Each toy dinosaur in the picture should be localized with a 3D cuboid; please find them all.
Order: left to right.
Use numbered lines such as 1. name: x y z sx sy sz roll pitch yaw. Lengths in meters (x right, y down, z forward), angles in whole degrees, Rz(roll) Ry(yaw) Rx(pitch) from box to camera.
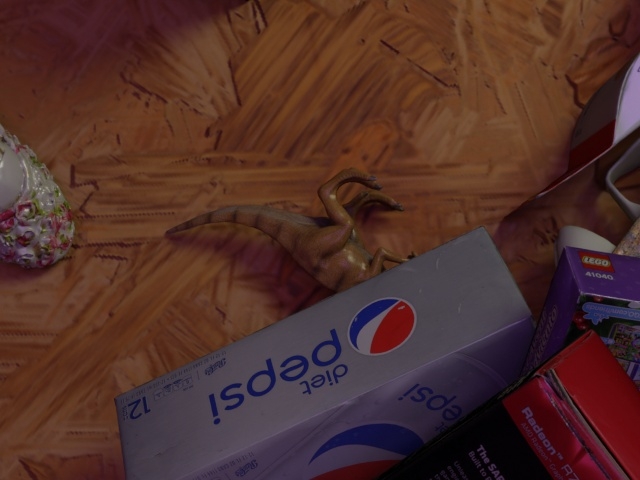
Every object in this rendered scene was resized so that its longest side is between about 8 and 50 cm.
1. toy dinosaur: 0.000 0.000 0.892 0.211 0.064 0.112 33 85 7

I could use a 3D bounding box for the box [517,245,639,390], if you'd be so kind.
1. box: 0.267 0.121 0.770 0.293 0.057 0.201 10 121 -6

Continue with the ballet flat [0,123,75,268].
1. ballet flat: -0.278 -0.076 0.909 0.091 0.077 0.241 -42 82 -5

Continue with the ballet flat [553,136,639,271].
1. ballet flat: 0.234 0.002 0.875 0.106 0.107 0.316 34 78 27

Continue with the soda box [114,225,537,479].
1. soda box: 0.010 0.107 0.828 0.286 0.091 0.098 -26 41 4

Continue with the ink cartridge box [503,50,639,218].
1. ink cartridge box: 0.198 -0.089 0.857 0.179 0.145 0.045 -35 87 -3

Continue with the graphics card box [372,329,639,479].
1. graphics card box: 0.087 0.246 0.735 0.371 0.094 0.233 -43 80 33
